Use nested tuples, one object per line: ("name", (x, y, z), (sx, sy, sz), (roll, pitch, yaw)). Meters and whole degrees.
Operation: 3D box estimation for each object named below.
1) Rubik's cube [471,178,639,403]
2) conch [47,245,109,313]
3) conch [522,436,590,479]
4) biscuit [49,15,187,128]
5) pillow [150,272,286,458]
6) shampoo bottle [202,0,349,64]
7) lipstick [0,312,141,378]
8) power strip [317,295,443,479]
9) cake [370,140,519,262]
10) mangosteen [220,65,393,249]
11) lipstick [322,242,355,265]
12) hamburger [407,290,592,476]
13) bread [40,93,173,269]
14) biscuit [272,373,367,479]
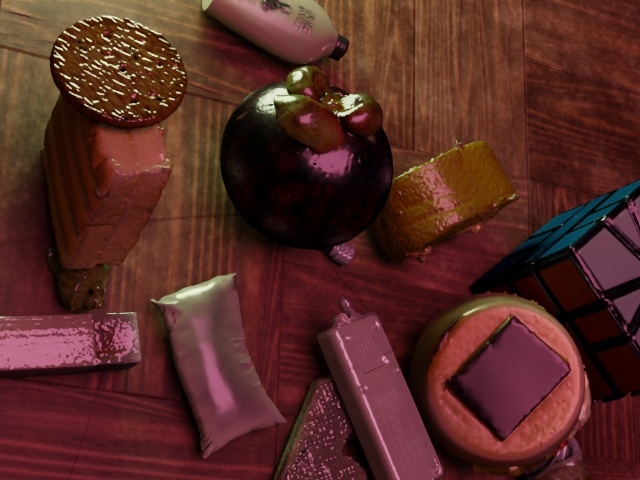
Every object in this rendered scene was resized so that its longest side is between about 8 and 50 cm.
("Rubik's cube", (0.491, 0.094, 2.179), (0.288, 0.283, 0.293), (-34, 96, -35))
("conch", (-0.348, 0.054, 1.847), (0.121, 0.074, 0.089), (48, 38, 17))
("conch", (0.394, 0.403, 2.132), (0.116, 0.106, 0.173), (-5, 57, -11))
("biscuit", (-0.271, -0.225, 1.709), (0.188, 0.027, 0.188), (12, 53, -17))
("pillow", (-0.149, 0.183, 1.900), (0.144, 0.078, 0.254), (-14, 81, -32))
("shampoo bottle", (-0.069, -0.369, 2.130), (0.257, 0.078, 0.127), (22, 63, -24))
("lipstick", (-0.436, 0.148, 1.748), (0.371, 0.076, 0.079), (0, 76, -30))
("power strip", (0.090, 0.247, 1.974), (0.098, 0.058, 0.338), (-20, 86, -34))
("cake", (0.209, -0.068, 2.131), (0.260, 0.179, 0.156), (-25, 88, -33))
("mangosteen", (-0.017, -0.129, 1.961), (0.288, 0.288, 0.288), (10, 69, -27))
("lipstick", (0.000, 0.000, 2.075), (0.116, 0.037, 0.037), (30, 61, -15))
("hamburger", (0.285, 0.229, 2.048), (0.302, 0.170, 0.302), (0, 82, 0))
("bread", (-0.308, -0.124, 1.789), (0.111, 0.239, 0.246), (0, 56, -30))
("biscuit", (0.031, 0.303, 1.985), (0.147, 0.046, 0.250), (33, 61, -16))
